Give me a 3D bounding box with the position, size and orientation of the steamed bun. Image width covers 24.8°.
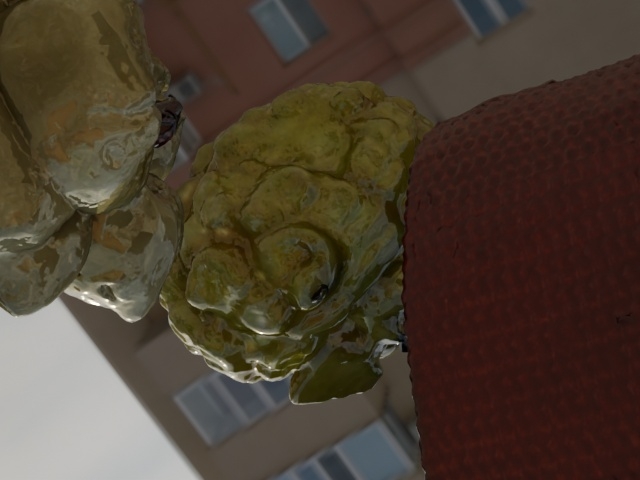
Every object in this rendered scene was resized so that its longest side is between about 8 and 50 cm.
[{"bbox_3d":[-0.110,-0.053,0.628,0.106,0.177,0.192,-17,-123,5],"label":"steamed bun"}]

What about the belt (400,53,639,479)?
[{"bbox_3d":[0.091,0.035,0.489,0.124,0.128,0.201,-19,-126,28],"label":"belt"}]

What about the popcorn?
[{"bbox_3d":[-0.003,0.001,0.943,0.218,0.189,0.169,-42,-126,-15],"label":"popcorn"}]
